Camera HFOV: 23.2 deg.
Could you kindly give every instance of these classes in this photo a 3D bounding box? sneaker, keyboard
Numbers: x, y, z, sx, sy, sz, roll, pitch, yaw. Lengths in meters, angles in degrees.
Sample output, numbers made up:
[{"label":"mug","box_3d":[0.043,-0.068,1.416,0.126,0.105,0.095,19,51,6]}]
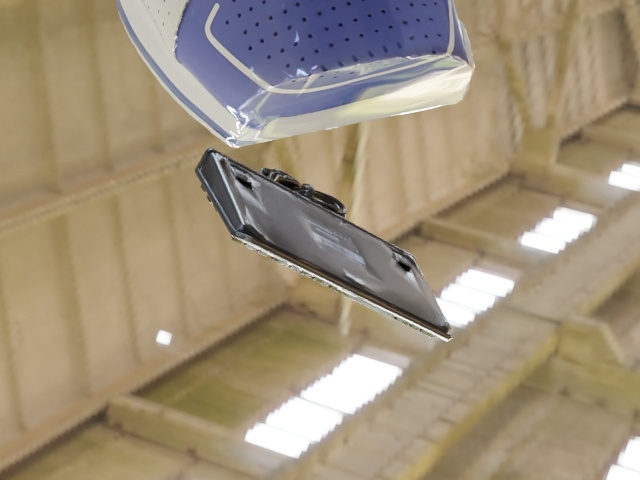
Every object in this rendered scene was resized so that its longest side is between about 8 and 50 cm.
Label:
[{"label":"sneaker","box_3d":[-0.041,-0.204,0.611,0.182,0.128,0.315,91,161,-62]},{"label":"keyboard","box_3d":[0.000,0.000,0.929,0.180,0.108,0.023,28,-65,-39]}]
